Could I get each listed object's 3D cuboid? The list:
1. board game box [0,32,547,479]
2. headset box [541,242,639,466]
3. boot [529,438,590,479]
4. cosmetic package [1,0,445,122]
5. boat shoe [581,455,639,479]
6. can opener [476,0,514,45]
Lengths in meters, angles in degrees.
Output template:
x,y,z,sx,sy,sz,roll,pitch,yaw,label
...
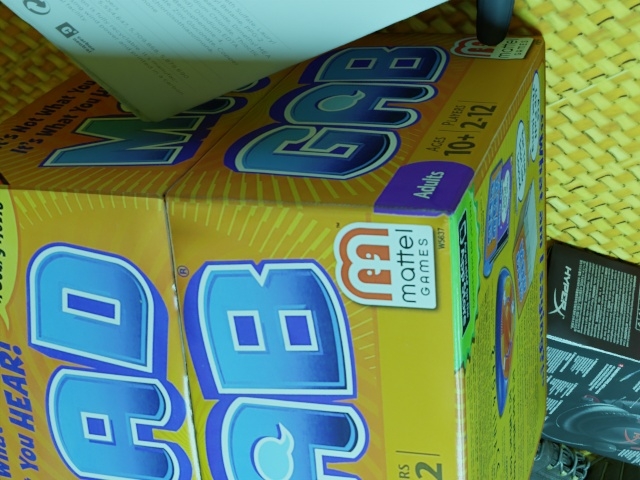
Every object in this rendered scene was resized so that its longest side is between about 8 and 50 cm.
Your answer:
x,y,z,sx,sy,sz,roll,pitch,yaw,label
-0.029,0.060,0.998,0.356,0.356,0.356,4,115,18,board game box
0.331,0.136,1.321,0.293,0.110,0.218,16,149,-2,headset box
0.238,0.234,1.558,0.229,0.091,0.263,27,151,-29,boot
0.001,-0.238,0.775,0.385,0.217,0.156,-13,138,41,cosmetic package
0.433,0.293,1.526,0.104,0.110,0.307,34,144,-26,boat shoe
0.129,-0.201,0.923,0.073,0.059,0.186,12,148,4,can opener
